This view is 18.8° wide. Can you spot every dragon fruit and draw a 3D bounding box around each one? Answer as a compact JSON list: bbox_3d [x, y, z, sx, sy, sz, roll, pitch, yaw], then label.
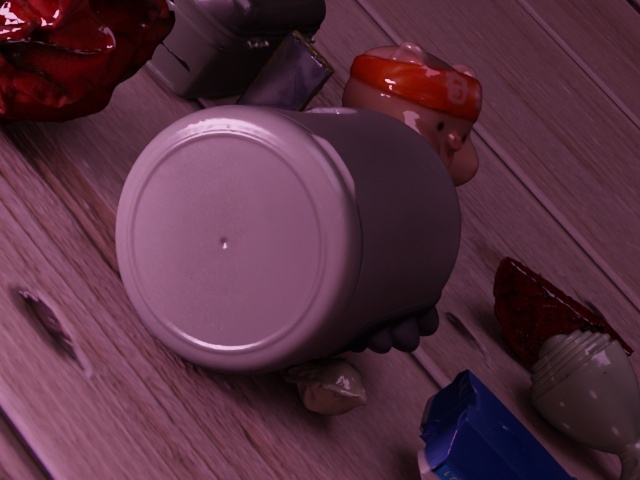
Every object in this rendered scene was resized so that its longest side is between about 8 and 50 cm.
[{"bbox_3d":[-0.216,-0.194,1.598,0.293,0.234,0.233,14,34,-36],"label":"dragon fruit"},{"bbox_3d":[0.237,0.089,1.982,0.162,0.083,0.106,33,9,5],"label":"dragon fruit"}]

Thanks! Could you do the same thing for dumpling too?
[{"bbox_3d":[0.004,0.114,1.591,0.057,0.052,0.076,39,22,-37],"label":"dumpling"}]

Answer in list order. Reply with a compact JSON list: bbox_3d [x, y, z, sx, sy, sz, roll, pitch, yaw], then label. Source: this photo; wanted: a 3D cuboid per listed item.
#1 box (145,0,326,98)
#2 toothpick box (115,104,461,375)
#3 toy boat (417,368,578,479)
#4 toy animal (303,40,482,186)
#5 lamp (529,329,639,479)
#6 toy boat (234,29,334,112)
[{"bbox_3d":[-0.101,-0.229,1.956,0.148,0.129,0.210,45,22,12],"label":"box"},{"bbox_3d":[0.000,0.000,1.602,0.229,0.229,0.316,47,21,15],"label":"toothpick box"},{"bbox_3d":[0.189,0.249,1.613,0.295,0.088,0.129,46,20,-15],"label":"toy boat"},{"bbox_3d":[0.069,-0.108,1.908,0.171,0.198,0.171,39,27,-24],"label":"toy animal"},{"bbox_3d":[0.278,0.172,1.869,0.193,0.106,0.106,53,24,6],"label":"lamp"},{"bbox_3d":[-0.040,-0.146,1.919,0.063,0.115,0.016,48,25,17],"label":"toy boat"}]
